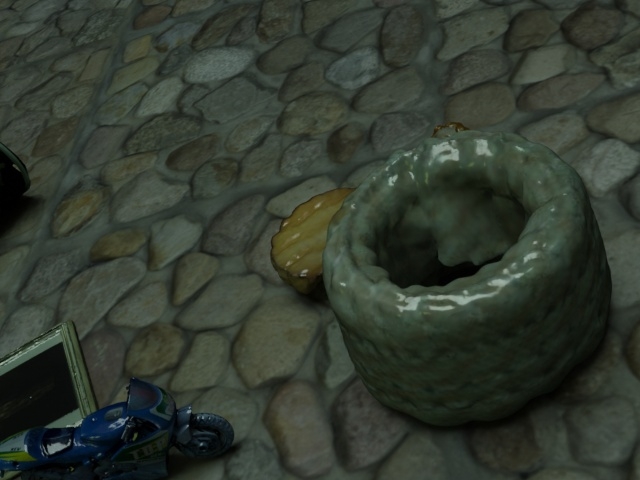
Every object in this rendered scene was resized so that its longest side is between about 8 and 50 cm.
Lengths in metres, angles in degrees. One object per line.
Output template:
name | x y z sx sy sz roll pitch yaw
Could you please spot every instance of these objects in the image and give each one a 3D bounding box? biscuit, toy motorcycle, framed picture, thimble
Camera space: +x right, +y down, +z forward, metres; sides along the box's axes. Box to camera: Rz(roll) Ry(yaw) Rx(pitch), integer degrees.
biscuit | 0.000 0.000 1.166 0.118 0.061 0.183 3 44 34
toy motorcycle | -0.227 0.218 0.977 0.255 0.135 0.092 -19 39 9
framed picture | -0.433 0.236 1.166 0.293 0.018 0.231 -31 38 -6
thimble | 0.147 0.029 0.944 0.292 0.195 0.291 -14 41 13

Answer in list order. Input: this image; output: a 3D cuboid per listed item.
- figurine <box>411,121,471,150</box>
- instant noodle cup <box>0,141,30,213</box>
figurine | 0.158 -0.093 1.186 0.101 0.068 0.143 -13 43 40
instant noodle cup | -0.630 -0.061 1.484 0.216 0.215 0.236 6 56 34
